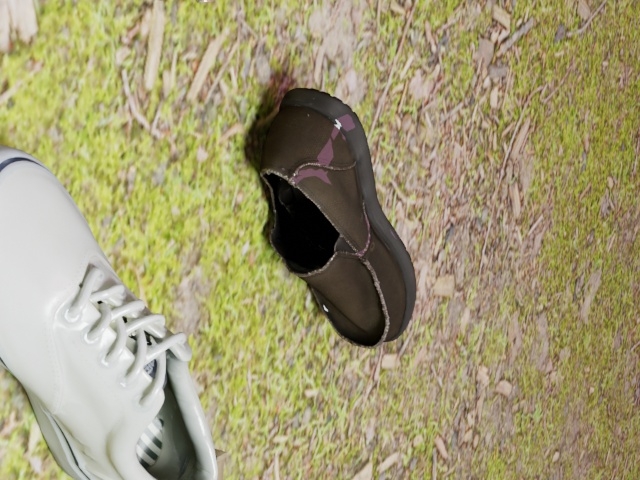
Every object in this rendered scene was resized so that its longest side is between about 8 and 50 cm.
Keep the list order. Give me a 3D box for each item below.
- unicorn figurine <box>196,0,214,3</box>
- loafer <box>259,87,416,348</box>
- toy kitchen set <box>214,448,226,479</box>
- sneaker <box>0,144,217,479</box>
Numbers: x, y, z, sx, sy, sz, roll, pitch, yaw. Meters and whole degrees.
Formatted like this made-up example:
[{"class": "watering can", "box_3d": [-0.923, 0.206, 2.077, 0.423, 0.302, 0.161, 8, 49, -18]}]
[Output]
[{"class": "unicorn figurine", "box_3d": [-0.064, -0.190, 0.909, 0.162, 0.060, 0.111, -57, 149, -69]}, {"class": "loafer", "box_3d": [0.000, 0.000, 1.092, 0.078, 0.080, 0.220, -50, 138, -30]}, {"class": "toy kitchen set", "box_3d": [-0.068, 0.179, 1.004, 0.083, 0.075, 0.068, -21, 119, -56]}, {"class": "sneaker", "box_3d": [-0.114, 0.048, 0.842, 0.094, 0.091, 0.258, -64, 150, -30]}]
